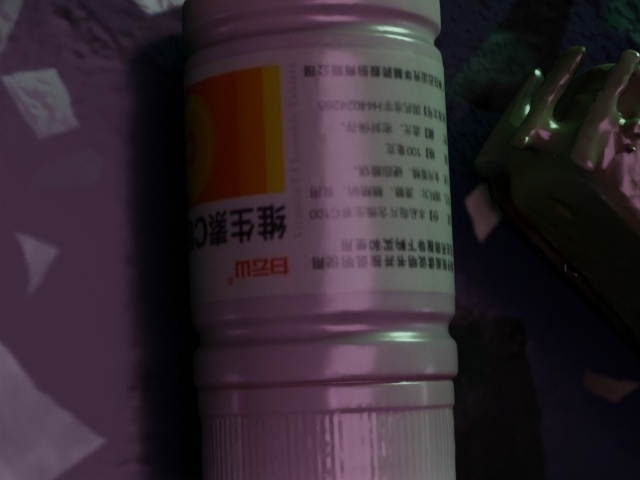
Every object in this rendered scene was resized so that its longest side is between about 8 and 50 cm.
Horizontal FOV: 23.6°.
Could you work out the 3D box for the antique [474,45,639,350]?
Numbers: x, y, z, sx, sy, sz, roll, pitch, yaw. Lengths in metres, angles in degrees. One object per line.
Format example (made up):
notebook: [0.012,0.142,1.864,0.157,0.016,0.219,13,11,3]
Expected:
antique: [0.219,0.006,0.832,0.284,0.125,0.150,37,73,-12]

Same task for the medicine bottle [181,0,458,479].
medicine bottle: [0.000,0.000,0.751,0.133,0.133,0.250,-1,85,-20]
